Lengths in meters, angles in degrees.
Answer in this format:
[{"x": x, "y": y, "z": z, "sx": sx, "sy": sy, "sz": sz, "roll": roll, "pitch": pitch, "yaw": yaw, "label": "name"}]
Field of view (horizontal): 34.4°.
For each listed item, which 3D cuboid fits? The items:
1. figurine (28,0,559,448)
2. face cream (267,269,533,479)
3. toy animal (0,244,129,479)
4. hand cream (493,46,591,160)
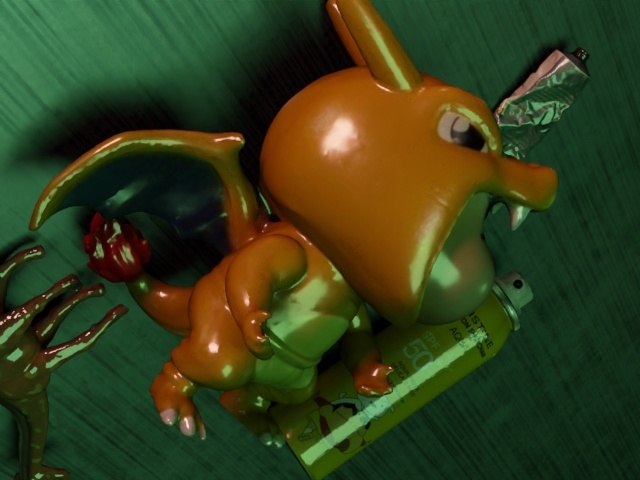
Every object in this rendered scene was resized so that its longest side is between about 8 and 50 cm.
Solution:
[{"x": -0.017, "y": -0.008, "z": 0.943, "sx": 0.387, "sy": 0.268, "sz": 0.401, "roll": -50, "pitch": 131, "yaw": 8, "label": "figurine"}, {"x": 0.107, "y": 0.148, "z": 1.243, "sx": 0.349, "sy": 0.105, "sz": 0.105, "roll": -34, "pitch": 133, "yaw": -9, "label": "face cream"}, {"x": -0.276, "y": 0.135, "z": 1.007, "sx": 0.229, "sy": 0.066, "sz": 0.224, "roll": -47, "pitch": 131, "yaw": 4, "label": "toy animal"}, {"x": 0.219, "y": -0.114, "z": 1.169, "sx": 0.075, "sy": 0.052, "sz": 0.248, "roll": 29, "pitch": 102, "yaw": -42, "label": "hand cream"}]
